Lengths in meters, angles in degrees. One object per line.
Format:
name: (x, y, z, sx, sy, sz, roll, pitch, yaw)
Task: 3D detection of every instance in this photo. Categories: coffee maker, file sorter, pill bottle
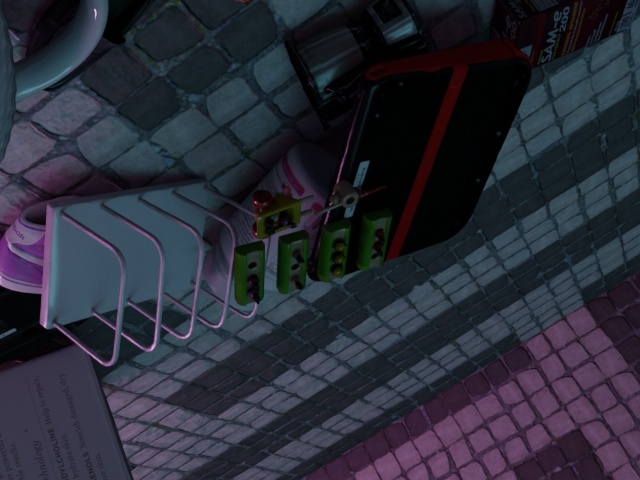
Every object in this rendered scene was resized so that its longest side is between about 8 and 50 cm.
coffee maker: (0.056, -0.259, 1.140, 0.178, 0.120, 0.171, -28, 175, 0)
file sorter: (-0.235, 0.042, 1.161, 0.278, 0.173, 0.192, -15, 125, -47)
pill bottle: (-0.068, -0.017, 1.342, 0.160, 0.160, 0.283, 10, 133, -48)

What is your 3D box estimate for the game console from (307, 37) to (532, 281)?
game console: (0.149, -0.120, 1.226, 0.342, 0.060, 0.386, -16, 139, -32)

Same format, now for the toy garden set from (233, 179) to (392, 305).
toy garden set: (0.000, 0.000, 1.131, 0.244, 0.049, 0.203, -15, 138, -20)

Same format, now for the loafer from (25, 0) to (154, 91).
loafer: (-0.258, -0.246, 0.900, 0.223, 0.078, 0.076, -41, 148, 21)

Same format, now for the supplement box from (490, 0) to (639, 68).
supplement box: (0.397, -0.368, 1.282, 0.240, 0.073, 0.130, -23, 151, -8)

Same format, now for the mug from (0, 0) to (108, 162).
mug: (-0.374, -0.176, 0.722, 0.374, 0.276, 0.328, -25, 162, -18)

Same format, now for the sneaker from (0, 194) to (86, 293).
sneaker: (-0.340, 0.011, 1.217, 0.282, 0.102, 0.161, 5, 132, -46)

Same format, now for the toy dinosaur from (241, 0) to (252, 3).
toy dinosaur: (-0.037, -0.405, 0.825, 0.219, 0.164, 0.322, 3, 158, -22)

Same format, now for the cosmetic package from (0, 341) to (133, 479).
cosmetic package: (-0.548, 0.433, 1.416, 0.394, 0.327, 0.329, -19, 161, -16)

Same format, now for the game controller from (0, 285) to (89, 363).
game controller: (-0.535, 0.139, 1.302, 0.319, 0.067, 0.166, -27, 136, -5)
